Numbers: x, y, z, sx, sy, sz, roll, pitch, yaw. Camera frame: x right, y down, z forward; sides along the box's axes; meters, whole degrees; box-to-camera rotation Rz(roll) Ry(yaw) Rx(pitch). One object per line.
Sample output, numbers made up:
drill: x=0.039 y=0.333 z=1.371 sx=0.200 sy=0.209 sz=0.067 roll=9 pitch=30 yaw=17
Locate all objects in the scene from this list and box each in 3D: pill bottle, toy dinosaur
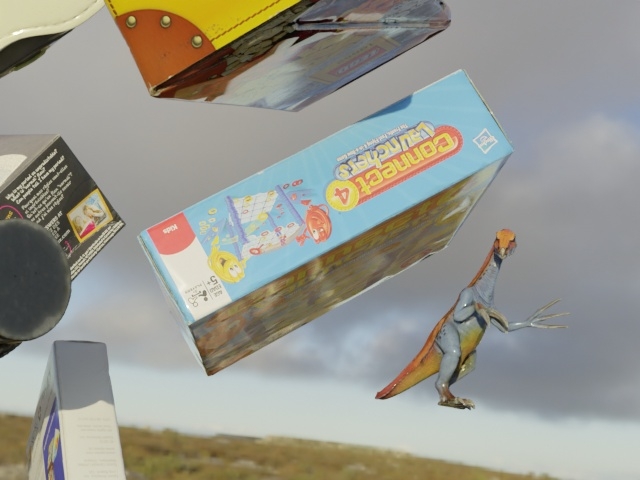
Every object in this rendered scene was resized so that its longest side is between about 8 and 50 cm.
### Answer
pill bottle: x=-0.307 y=0.043 z=0.797 sx=0.219 sy=0.123 sz=0.123 roll=-9 pitch=-19 yaw=37
toy dinosaur: x=0.064 y=0.034 z=0.450 sx=0.090 sy=0.082 sz=0.047 roll=1 pitch=-13 yaw=24

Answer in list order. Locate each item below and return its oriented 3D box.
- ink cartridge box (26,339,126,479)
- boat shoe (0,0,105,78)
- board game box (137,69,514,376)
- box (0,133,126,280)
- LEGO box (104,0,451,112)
ink cartridge box: x=-0.227 y=0.285 z=0.925 sx=0.069 sy=0.371 sz=0.176 roll=7 pitch=-53 yaw=-23
boat shoe: x=-0.358 y=-0.260 z=1.145 sx=0.305 sy=0.109 sz=0.091 roll=-33 pitch=6 yaw=-6
board game box: x=0.000 y=0.000 z=0.927 sx=0.308 sy=0.086 sz=0.302 roll=-28 pitch=-12 yaw=-10
box: x=-0.380 y=-0.023 z=1.132 sx=0.247 sy=0.163 sz=0.142 roll=5 pitch=-43 yaw=45
LEGO box: x=-0.102 y=-0.376 z=0.821 sx=0.193 sy=0.500 sz=0.372 roll=-27 pitch=-2 yaw=15
